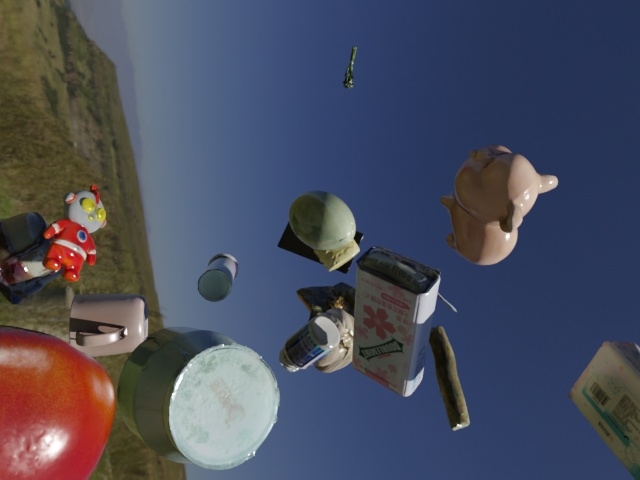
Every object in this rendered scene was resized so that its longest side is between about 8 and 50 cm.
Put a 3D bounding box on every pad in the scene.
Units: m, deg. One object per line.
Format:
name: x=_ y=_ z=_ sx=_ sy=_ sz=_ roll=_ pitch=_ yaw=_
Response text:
pad: x=0.000 y=0.000 z=1.773 sx=0.009 sy=0.264 sz=0.160 roll=80 pitch=33 yaw=-70

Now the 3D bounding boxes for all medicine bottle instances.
medicine bottle: x=-0.227 y=0.284 z=0.951 sx=0.290 sy=0.244 sz=0.245 roll=-15 pitch=-97 yaw=58
medicine bottle: x=-0.317 y=0.109 z=1.593 sx=0.426 sy=0.108 sz=0.108 roll=-155 pitch=-121 yaw=-83
medicine bottle: x=-0.038 y=0.311 z=1.513 sx=0.191 sy=0.106 sz=0.107 roll=-43 pitch=-127 yaw=34

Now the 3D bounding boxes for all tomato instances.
tomato: x=-0.388 y=0.219 z=0.563 sx=0.299 sy=0.298 sz=0.227 roll=118 pitch=-23 yaw=-56

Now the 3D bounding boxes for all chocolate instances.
chocolate: x=-0.918 y=0.036 z=1.618 sx=0.283 sy=0.186 sz=0.284 roll=159 pitch=-90 yaw=-84

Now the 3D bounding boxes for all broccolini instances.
broccolini: x=0.102 y=-0.560 z=1.659 sx=0.035 sy=0.030 sz=0.140 roll=13 pitch=-89 yaw=39

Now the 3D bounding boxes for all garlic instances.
garlic: x=0.051 y=0.348 z=1.788 sx=0.152 sy=0.227 sz=0.228 roll=3 pitch=-79 yaw=41

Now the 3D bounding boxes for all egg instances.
egg: x=0.004 y=-0.039 z=1.024 sx=0.152 sy=0.114 sz=0.114 roll=34 pitch=-49 yaw=34

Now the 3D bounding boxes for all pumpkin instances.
pumpkin: x=0.064 y=0.284 z=2.031 sx=0.095 sy=0.289 sz=0.259 roll=101 pitch=-18 yaw=-49

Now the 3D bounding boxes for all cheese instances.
cheese: x=0.028 y=-0.005 z=1.513 sx=0.167 sy=0.123 sz=0.094 roll=56 pitch=-32 yaw=11

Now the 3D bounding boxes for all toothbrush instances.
toothbrush: x=0.399 y=0.184 z=1.770 sx=0.013 sy=0.193 sz=0.019 roll=-46 pitch=-175 yaw=31

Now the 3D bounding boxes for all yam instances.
yam: x=0.395 y=0.420 z=1.591 sx=0.067 sy=0.071 sz=0.318 roll=-44 pitch=-135 yaw=43

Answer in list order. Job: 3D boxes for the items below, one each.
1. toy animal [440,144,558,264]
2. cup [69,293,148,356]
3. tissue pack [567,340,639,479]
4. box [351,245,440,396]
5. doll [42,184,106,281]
toy animal: x=0.429 y=-0.083 z=1.302 sx=0.269 sy=0.237 sz=0.327 roll=11 pitch=-51 yaw=48
cup: x=-0.632 y=0.259 z=1.539 sx=0.253 sy=0.200 sz=0.192 roll=-153 pitch=-117 yaw=-76
tissue pack: x=0.720 y=0.386 z=1.161 sx=0.271 sy=0.124 sz=0.202 roll=-112 pitch=-143 yaw=-57
box: x=0.177 y=0.199 z=1.261 sx=0.190 sy=0.112 sz=0.370 roll=24 pitch=-49 yaw=27
doll: x=-0.558 y=-0.029 z=1.184 sx=0.142 sy=0.076 sz=0.245 roll=56 pitch=36 yaw=-50
